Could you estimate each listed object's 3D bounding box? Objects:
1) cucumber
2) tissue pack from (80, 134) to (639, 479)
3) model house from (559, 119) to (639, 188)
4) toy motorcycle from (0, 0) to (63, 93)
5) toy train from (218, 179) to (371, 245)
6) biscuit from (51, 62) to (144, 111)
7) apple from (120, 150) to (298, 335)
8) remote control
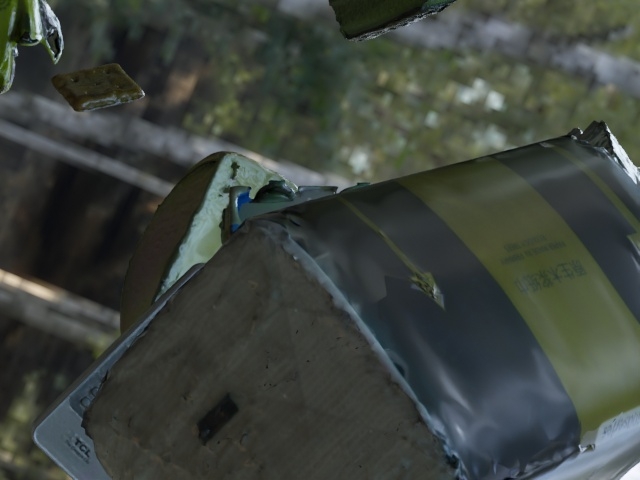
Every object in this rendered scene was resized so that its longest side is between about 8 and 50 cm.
[{"bbox_3d":[0.092,-0.255,2.059,0.220,0.046,0.070,-20,-127,43],"label":"cucumber"},{"bbox_3d":[0.079,0.101,1.397,0.416,0.253,0.264,-17,155,-52],"label":"tissue pack"},{"bbox_3d":[0.295,0.058,2.283,0.298,0.284,0.243,-37,-164,12],"label":"model house"},{"bbox_3d":[-0.423,-0.194,2.302,0.142,0.206,0.342,-96,-154,-70],"label":"toy motorcycle"},{"bbox_3d":[0.000,0.000,1.808,0.072,0.188,0.099,-92,-176,-47],"label":"toy train"},{"bbox_3d":[-0.245,-0.169,2.156,0.081,0.083,0.018,47,-37,50],"label":"biscuit"},{"bbox_3d":[-0.115,0.044,2.124,0.120,0.193,0.265,7,-111,47],"label":"apple"},{"bbox_3d":[-0.174,0.139,1.974,0.250,0.103,0.034,-44,-165,-3],"label":"remote control"}]
